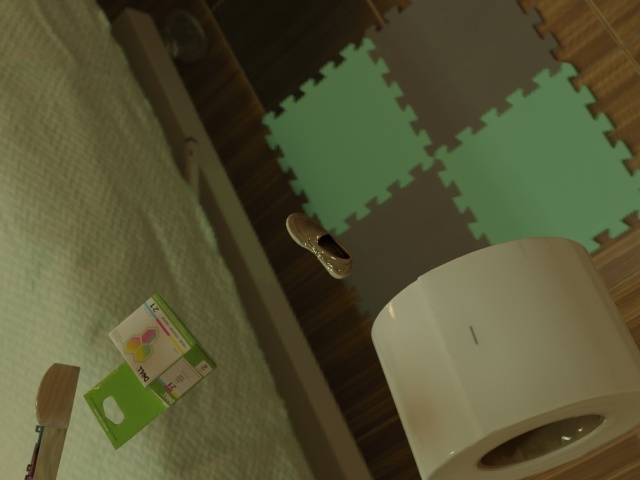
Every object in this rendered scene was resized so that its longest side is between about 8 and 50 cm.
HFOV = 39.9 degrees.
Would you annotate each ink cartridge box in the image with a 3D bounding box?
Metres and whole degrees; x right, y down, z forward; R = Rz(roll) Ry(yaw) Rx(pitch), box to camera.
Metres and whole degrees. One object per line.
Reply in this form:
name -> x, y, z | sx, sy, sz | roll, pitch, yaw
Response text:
ink cartridge box -> -0.363, 0.259, 1.753 | 0.255, 0.097, 0.189 | -40, 46, -9

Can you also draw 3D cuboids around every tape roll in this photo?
tape roll -> 0.191, 0.130, 0.891 | 0.246, 0.246, 0.169 | -36, 55, 28

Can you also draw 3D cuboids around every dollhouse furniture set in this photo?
dollhouse furniture set -> -0.556, 0.320, 1.365 | 0.286, 0.304, 0.198 | -101, 26, -57

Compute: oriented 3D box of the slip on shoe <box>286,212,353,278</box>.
slip on shoe -> 0.000, 0.000, 1.344 | 0.135, 0.051, 0.041 | 49, 148, 24
